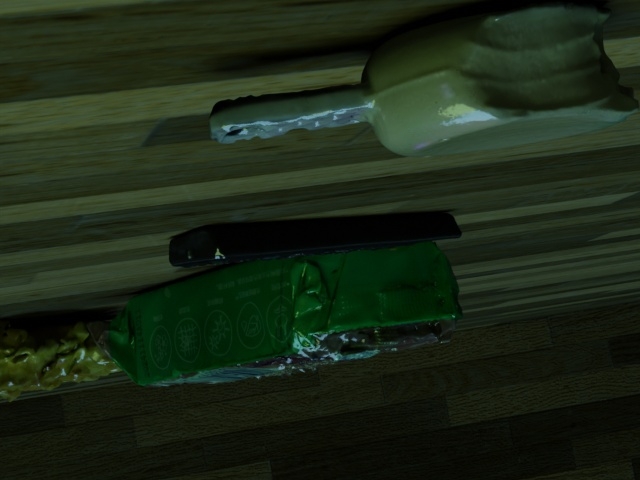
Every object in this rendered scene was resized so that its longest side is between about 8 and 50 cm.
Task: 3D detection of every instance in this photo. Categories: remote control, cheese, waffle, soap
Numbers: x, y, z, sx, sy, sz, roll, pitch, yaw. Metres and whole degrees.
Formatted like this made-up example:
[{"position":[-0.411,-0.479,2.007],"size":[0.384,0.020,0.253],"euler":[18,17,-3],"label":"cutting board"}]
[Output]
[{"position":[0.000,0.000,1.202],"size":[0.245,0.025,0.063],"euler":[-4,173,-43],"label":"remote control"},{"position":[0.044,-0.059,0.651],"size":[0.171,0.048,0.092],"euler":[-6,172,-24],"label":"cheese"},{"position":[-0.328,0.124,1.609],"size":[0.324,0.068,0.302],"euler":[-9,174,-21],"label":"waffle"},{"position":[-0.037,0.068,1.419],"size":[0.217,0.098,0.273],"euler":[-5,171,-40],"label":"soap"}]
